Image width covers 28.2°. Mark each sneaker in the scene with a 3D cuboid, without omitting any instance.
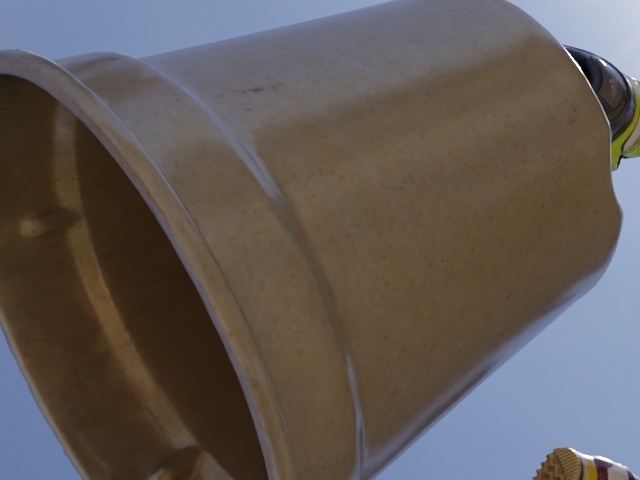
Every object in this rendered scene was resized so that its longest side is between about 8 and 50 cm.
[{"bbox_3d":[0.177,0.243,0.956,0.083,0.070,0.186,20,-65,-16],"label":"sneaker"},{"bbox_3d":[0.119,-0.130,1.048,0.121,0.299,0.111,37,-119,-62],"label":"sneaker"}]

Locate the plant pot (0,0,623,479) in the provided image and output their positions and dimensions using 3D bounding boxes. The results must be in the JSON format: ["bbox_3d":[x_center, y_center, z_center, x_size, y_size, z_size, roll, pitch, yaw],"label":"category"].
[{"bbox_3d":[0.000,0.000,0.755,0.305,0.333,0.334,-27,-72,-29],"label":"plant pot"}]
